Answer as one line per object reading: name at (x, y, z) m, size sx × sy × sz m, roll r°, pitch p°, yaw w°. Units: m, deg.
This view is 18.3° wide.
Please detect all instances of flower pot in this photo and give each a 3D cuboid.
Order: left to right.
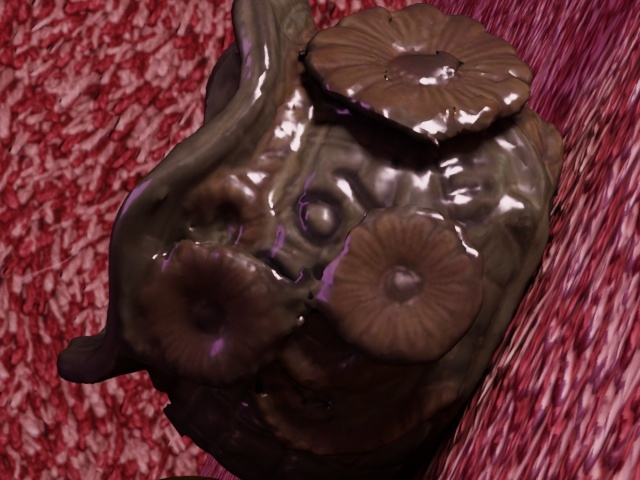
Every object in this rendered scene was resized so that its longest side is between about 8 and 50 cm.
flower pot at (0.000, 0.000, 1.134) m, size 0.302 × 0.213 × 0.302 m, roll -63°, pitch 3°, yaw 6°

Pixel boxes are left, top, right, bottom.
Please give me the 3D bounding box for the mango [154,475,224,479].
mango at (-0.083, 0.238, 1.258) m, size 0.175 × 0.143 × 0.293 m, roll -58°, pitch 14°, yaw -9°
